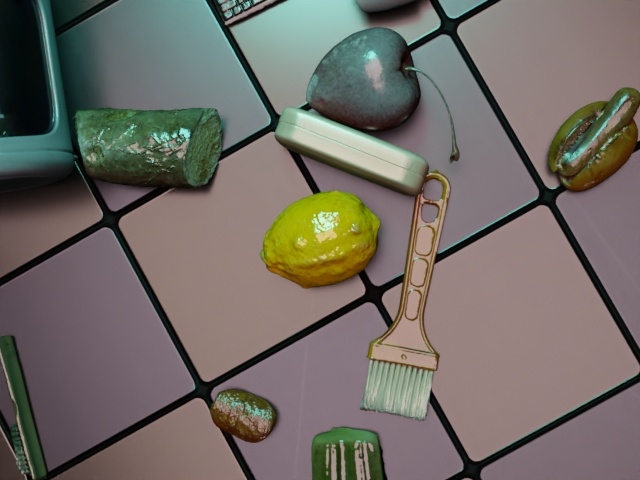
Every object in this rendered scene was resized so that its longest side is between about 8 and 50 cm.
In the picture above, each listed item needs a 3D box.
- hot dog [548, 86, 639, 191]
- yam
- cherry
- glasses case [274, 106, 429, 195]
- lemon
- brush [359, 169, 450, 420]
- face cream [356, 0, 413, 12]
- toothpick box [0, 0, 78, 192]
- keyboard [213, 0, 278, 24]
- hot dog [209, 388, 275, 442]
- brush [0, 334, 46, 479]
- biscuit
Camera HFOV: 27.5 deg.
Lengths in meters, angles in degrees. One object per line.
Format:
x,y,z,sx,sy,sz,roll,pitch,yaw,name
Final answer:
0.343,-0.124,1.605,0.140,0.060,0.090,-39,89,-1,hot dog
-0.222,-0.117,1.640,0.183,0.107,0.107,3,87,8,yam
0.065,-0.166,1.609,0.148,0.115,0.188,-15,91,-15,cherry
0.039,-0.110,1.621,0.196,0.083,0.050,22,90,5,glasses case
0.000,0.000,1.604,0.155,0.114,0.114,-20,85,10,lemon
0.118,0.065,1.640,0.090,0.017,0.314,10,87,3,brush
0.083,-0.332,1.626,0.095,0.091,0.091,-24,85,11,face cream
-0.444,-0.236,1.601,0.263,0.263,0.355,-8,89,5,toothpick box
-0.028,-0.366,1.674,0.250,0.017,0.087,-25,86,4,keyboard
-0.097,0.220,1.640,0.083,0.035,0.058,23,90,6,hot dog
-0.389,0.216,1.671,0.027,0.034,0.190,-16,86,21,brush
0.042,0.394,1.618,0.099,0.038,0.322,-4,87,8,biscuit
